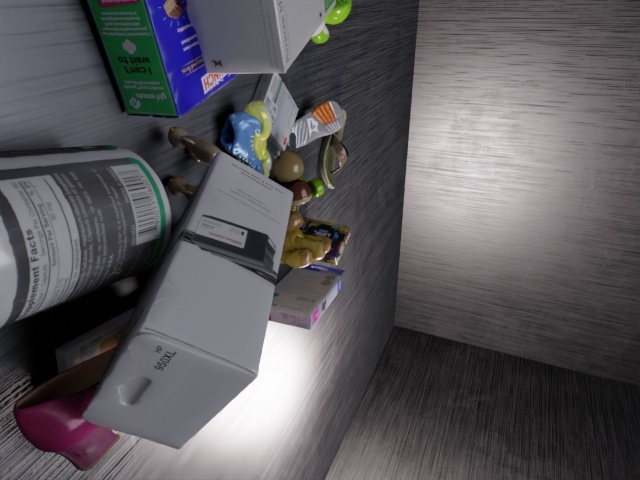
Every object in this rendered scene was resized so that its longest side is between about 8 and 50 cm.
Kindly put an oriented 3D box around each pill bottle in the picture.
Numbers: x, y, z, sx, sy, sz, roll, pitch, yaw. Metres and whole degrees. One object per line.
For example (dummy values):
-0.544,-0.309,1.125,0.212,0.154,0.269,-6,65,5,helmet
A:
-0.377,-0.006,0.561,0.361,0.204,0.205,-30,128,-63,pill bottle

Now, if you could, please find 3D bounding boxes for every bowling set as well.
-0.252,-0.107,0.974,0.200,0.154,0.287,-59,159,-1,bowling set

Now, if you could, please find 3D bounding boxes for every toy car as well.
-0.098,-0.194,1.264,0.155,0.148,0.189,-27,118,-34,toy car

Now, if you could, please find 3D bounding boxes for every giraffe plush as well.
-0.091,-0.022,1.362,0.181,0.210,0.171,-42,121,-63,giraffe plush

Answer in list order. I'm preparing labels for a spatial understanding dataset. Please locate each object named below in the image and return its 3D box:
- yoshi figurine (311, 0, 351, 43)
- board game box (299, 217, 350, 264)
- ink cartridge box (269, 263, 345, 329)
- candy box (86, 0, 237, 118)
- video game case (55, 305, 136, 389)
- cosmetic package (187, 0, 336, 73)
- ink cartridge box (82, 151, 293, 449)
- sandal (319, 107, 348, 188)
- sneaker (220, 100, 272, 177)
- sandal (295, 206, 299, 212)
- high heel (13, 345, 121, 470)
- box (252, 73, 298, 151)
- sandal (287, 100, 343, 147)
-0.024,-0.649,1.181,0.362,0.202,0.204,8,86,-72,yoshi figurine
0.000,0.000,1.585,0.048,0.170,0.141,79,30,-49,board game box
-0.053,0.172,1.512,0.311,0.185,0.065,-47,140,-55,ink cartridge box
-0.256,-0.412,0.786,0.268,0.122,0.318,-61,152,-46,candy box
-0.394,0.249,0.892,0.227,0.026,0.207,-35,132,-62,video game case
-0.091,-0.465,0.827,0.197,0.155,0.366,82,19,-44,cosmetic package
-0.201,0.089,0.764,0.285,0.166,0.395,-49,-158,36,ink cartridge box
0.062,-0.341,1.692,0.120,0.086,0.303,7,94,-69,sandal
-0.191,-0.229,1.135,0.126,0.091,0.240,-23,143,-27,sneaker
-0.102,-0.112,1.430,0.049,0.072,0.180,-33,138,-34,sandal
-0.338,0.195,0.812,0.377,0.127,0.182,-63,150,-41,high heel
-0.126,-0.356,1.269,0.186,0.038,0.145,45,58,-64,box
-0.034,-0.372,1.466,0.265,0.076,0.102,-34,119,-35,sandal
